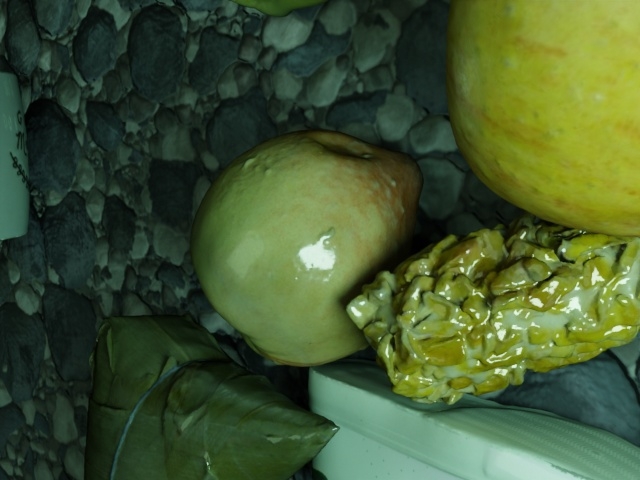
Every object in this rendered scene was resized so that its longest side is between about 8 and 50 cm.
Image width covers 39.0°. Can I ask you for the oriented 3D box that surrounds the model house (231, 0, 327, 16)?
[{"bbox_3d":[-0.039,-0.362,0.862,0.193,0.175,0.234,-15,73,43],"label":"model house"}]

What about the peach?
[{"bbox_3d":[0.000,0.000,0.814,0.233,0.233,0.232,4,95,43],"label":"peach"}]

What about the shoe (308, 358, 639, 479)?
[{"bbox_3d":[0.119,0.215,0.765,0.363,0.132,0.160,12,100,46],"label":"shoe"}]

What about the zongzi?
[{"bbox_3d":[-0.115,0.286,0.930,0.393,0.174,0.355,16,106,52],"label":"zongzi"}]

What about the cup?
[{"bbox_3d":[-0.518,-0.110,1.322,0.258,0.187,0.233,-172,71,-72],"label":"cup"}]

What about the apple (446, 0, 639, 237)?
[{"bbox_3d":[0.225,-0.140,0.545,0.275,0.299,0.298,12,102,13],"label":"apple"}]

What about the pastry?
[{"bbox_3d":[0.151,0.039,0.682,0.250,0.154,0.102,-25,40,20],"label":"pastry"}]
